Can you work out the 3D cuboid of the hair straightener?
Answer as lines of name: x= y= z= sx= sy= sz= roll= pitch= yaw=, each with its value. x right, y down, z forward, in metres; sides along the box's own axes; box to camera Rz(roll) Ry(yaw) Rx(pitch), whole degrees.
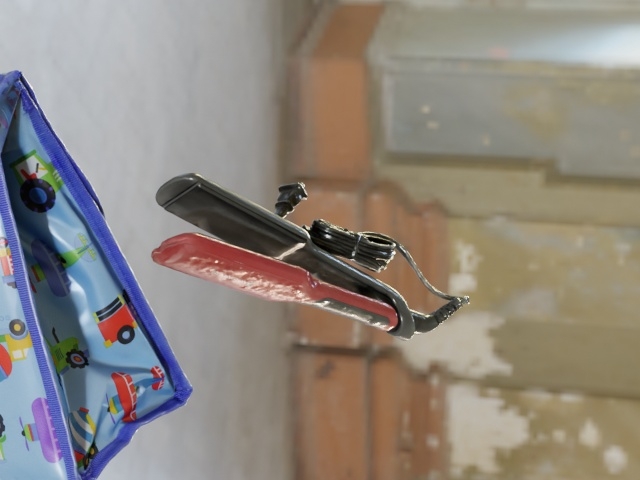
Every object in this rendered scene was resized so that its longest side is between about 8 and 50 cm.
hair straightener: x=0.000 y=0.000 z=1.028 sx=0.230 sy=0.047 sz=0.089 roll=17 pitch=56 yaw=-31

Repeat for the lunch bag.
lunch bag: x=-0.257 y=0.019 z=1.165 sx=0.138 sy=0.221 sz=0.293 roll=-40 pitch=116 yaw=-48
